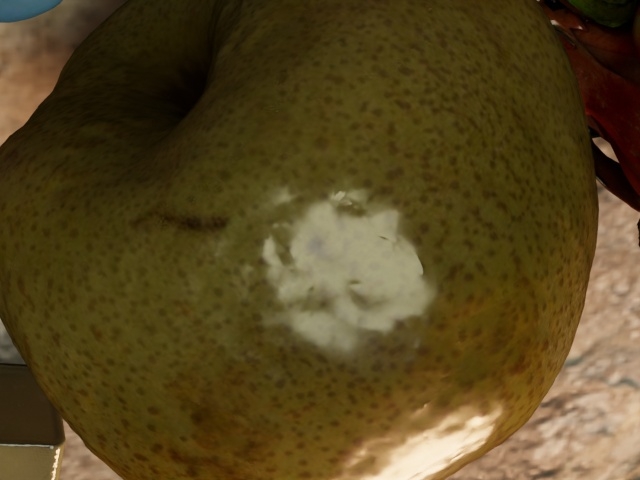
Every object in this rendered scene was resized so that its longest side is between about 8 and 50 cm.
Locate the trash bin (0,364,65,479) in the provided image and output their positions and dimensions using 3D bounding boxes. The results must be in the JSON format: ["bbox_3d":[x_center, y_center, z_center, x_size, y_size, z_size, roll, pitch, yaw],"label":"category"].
[{"bbox_3d":[-0.142,0.109,0.710,0.043,0.061,0.092,7,123,-20],"label":"trash bin"}]

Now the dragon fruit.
[{"bbox_3d":[0.145,-0.060,0.638,0.175,0.142,0.138,17,166,8],"label":"dragon fruit"}]

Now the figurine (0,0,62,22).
[{"bbox_3d":[-0.109,-0.164,0.471,0.262,0.154,0.180,-22,141,24],"label":"figurine"}]

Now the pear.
[{"bbox_3d":[0.000,0.000,0.582,0.228,0.188,0.211,-30,126,18],"label":"pear"}]
